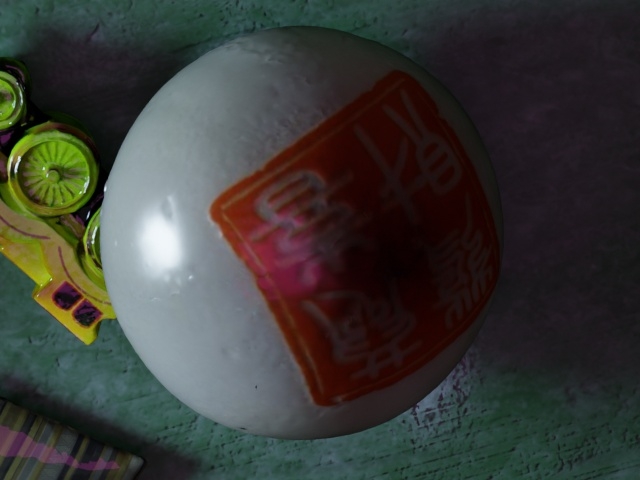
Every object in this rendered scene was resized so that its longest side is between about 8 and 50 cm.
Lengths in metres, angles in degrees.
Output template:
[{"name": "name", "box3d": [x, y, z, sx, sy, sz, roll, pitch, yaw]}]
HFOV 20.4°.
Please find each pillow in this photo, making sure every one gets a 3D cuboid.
[{"name": "pillow", "box3d": [-0.308, 0.257, 1.726, 0.212, 0.052, 0.208, 26, 104, -9]}]

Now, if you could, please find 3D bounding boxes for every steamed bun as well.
[{"name": "steamed bun", "box3d": [0.000, 0.000, 1.546, 0.374, 0.241, 0.374, -4, 99, -24]}]

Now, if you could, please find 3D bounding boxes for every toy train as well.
[{"name": "toy train", "box3d": [-0.263, -0.046, 1.630, 0.160, 0.100, 0.296, -44, 103, 9]}]
